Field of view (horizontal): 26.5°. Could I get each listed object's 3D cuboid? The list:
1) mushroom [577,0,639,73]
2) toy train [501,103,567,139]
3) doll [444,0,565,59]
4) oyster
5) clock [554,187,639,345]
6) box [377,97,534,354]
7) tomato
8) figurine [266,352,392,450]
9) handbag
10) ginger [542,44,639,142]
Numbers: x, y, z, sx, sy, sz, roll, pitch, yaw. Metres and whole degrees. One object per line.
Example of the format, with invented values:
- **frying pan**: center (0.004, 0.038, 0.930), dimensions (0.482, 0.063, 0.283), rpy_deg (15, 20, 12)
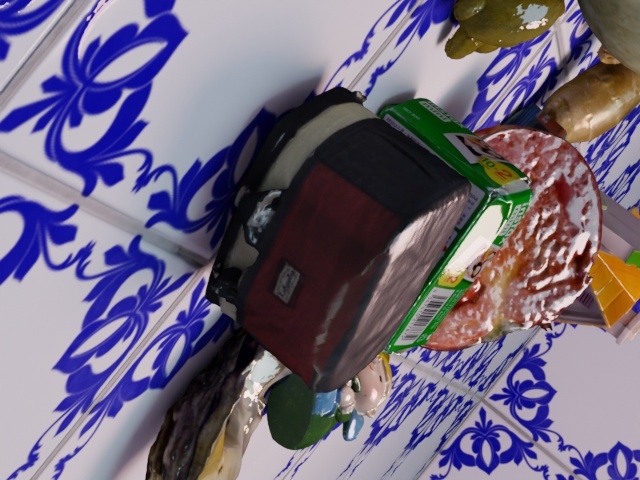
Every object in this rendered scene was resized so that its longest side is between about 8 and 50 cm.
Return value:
- **mushroom**: center (0.383, -0.329, 1.343), dimensions (0.352, 0.260, 0.352), rpy_deg (5, 90, -84)
- **toy train**: center (0.185, -0.026, 1.862), dimensions (0.409, 0.089, 0.086), rpy_deg (-45, 168, -22)
- **doll**: center (0.190, -0.246, 1.426), dimensions (0.137, 0.097, 0.209), rpy_deg (-19, 179, 0)
- **oyster**: center (-0.108, 0.191, 1.528), dimensions (0.271, 0.100, 0.275), rpy_deg (-41, 149, -38)
- **clock**: center (0.389, 0.010, 2.086), dimensions (0.166, 0.309, 0.235), rpy_deg (-37, 160, -36)
- **box**: center (0.096, -0.014, 1.479), dimensions (0.250, 0.180, 0.103), rpy_deg (-56, 159, 22)
- **tomato**: center (0.190, -0.020, 1.705), dimensions (0.309, 0.309, 0.170), rpy_deg (-52, -153, 5)
- **figurine**: center (0.033, 0.183, 1.876), dimensions (0.234, 0.127, 0.185), rpy_deg (-21, 140, -41)
- **handbag**: center (0.000, 0.000, 1.242), dimensions (0.181, 0.181, 0.254), rpy_deg (-32, 153, -47)
- **ginger**: center (0.468, -0.315, 1.907), dimensions (0.348, 0.122, 0.363), rpy_deg (-32, 144, -27)
